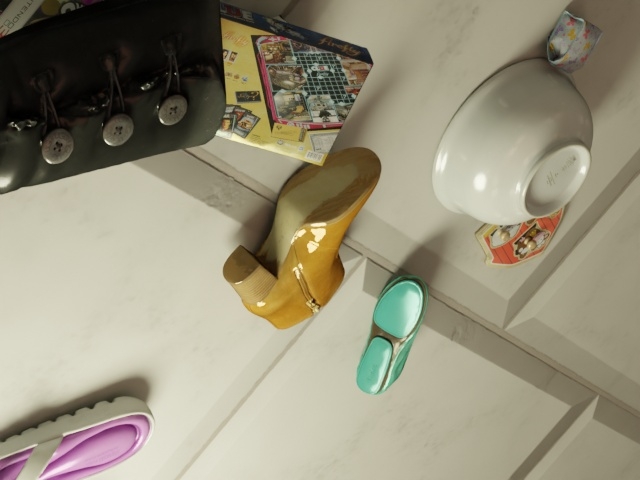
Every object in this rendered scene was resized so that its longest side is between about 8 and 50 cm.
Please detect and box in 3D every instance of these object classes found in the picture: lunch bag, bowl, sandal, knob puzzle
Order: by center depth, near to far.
[{"bbox_3d":[-0.412,0.354,2.144,0.416,0.102,0.169,-30,141,-19],"label":"sandal"},{"bbox_3d":[0.387,-0.304,2.324,0.071,0.053,0.083,14,105,-52],"label":"lunch bag"},{"bbox_3d":[0.331,-0.129,2.373,0.298,0.134,0.298,-26,141,-24],"label":"bowl"},{"bbox_3d":[0.364,-0.018,2.600,0.213,0.030,0.213,-26,140,-24],"label":"knob puzzle"}]

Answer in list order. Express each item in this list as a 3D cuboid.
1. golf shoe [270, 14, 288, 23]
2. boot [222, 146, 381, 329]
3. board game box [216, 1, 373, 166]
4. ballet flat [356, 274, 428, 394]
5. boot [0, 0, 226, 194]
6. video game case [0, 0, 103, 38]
[{"bbox_3d":[-0.043,-0.215,1.971,0.094,0.077,0.198,-41,145,-5],"label":"golf shoe"},{"bbox_3d":[0.000,0.001,2.219,0.295,0.104,0.211,-42,150,4],"label":"boot"},{"bbox_3d":[-0.078,-0.198,1.881,0.243,0.042,0.165,15,123,-20],"label":"board game box"},{"bbox_3d":[0.126,0.146,2.502,0.087,0.083,0.247,-36,151,-56],"label":"ballet flat"},{"bbox_3d":[-0.311,-0.084,1.695,0.445,0.146,0.367,-28,144,-41],"label":"boot"},{"bbox_3d":[-0.307,-0.215,1.741,0.210,0.042,0.232,-49,144,5],"label":"video game case"}]
